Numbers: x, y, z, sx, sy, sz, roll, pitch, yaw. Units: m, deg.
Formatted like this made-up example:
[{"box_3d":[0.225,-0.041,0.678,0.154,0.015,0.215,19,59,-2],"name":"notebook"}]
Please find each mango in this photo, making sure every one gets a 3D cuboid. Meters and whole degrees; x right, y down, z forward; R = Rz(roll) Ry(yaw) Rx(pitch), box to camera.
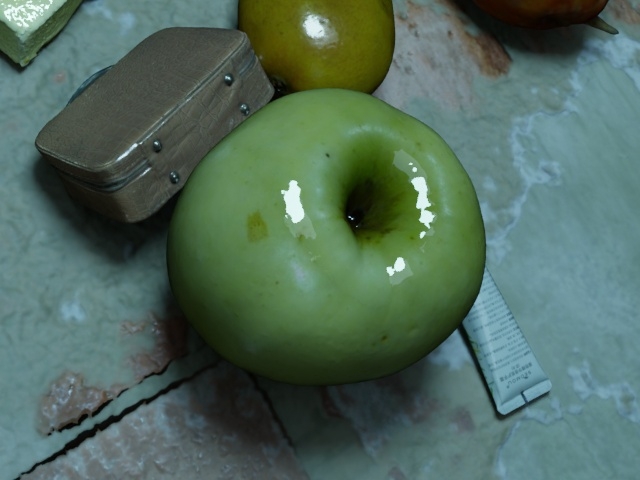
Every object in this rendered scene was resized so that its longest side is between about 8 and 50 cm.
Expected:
[{"box_3d":[-0.005,-0.222,1.212,0.152,0.120,0.221,5,63,-20],"name":"mango"}]

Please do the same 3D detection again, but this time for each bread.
[{"box_3d":[-0.302,-0.263,1.157,0.188,0.068,0.125,39,64,-2],"name":"bread"}]

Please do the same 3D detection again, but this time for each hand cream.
[{"box_3d":[0.152,0.066,1.205,0.067,0.042,0.194,-22,84,-31],"name":"hand cream"}]

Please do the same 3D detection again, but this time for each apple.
[{"box_3d":[0.000,0.000,1.060,0.262,0.262,0.262,6,70,-16],"name":"apple"}]

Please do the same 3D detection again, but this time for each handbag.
[{"box_3d":[-0.148,-0.109,1.115,0.193,0.151,0.072,-47,130,-22],"name":"handbag"}]

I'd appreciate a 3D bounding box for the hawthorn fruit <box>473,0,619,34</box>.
[{"box_3d":[0.227,-0.314,1.281,0.210,0.210,0.262,-33,95,-25],"name":"hawthorn fruit"}]
